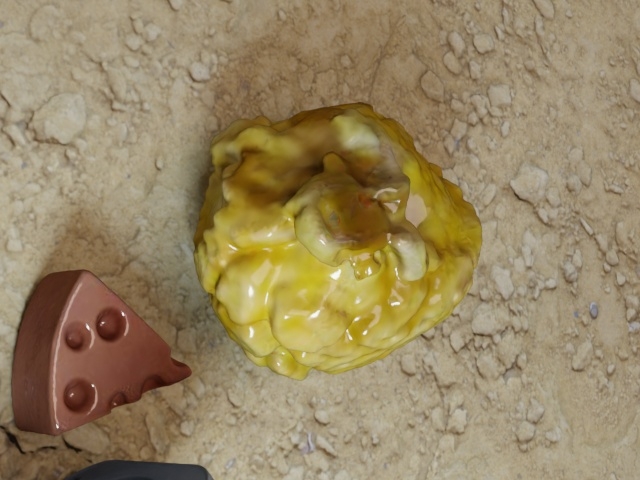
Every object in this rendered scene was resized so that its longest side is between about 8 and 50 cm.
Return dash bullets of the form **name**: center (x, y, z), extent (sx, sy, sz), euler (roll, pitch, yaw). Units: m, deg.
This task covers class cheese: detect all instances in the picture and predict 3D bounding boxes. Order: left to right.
- **cheese**: center (-0.296, 0.164, 1.584), extent (0.203, 0.128, 0.177), euler (49, 61, -26)

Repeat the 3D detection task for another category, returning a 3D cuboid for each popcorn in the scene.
- **popcorn**: center (0.008, 0.002, 1.715), extent (0.354, 0.344, 0.390), euler (-49, 148, 12)

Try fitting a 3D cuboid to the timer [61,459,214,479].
- **timer**: center (-0.285, 0.390, 1.406), extent (0.395, 0.395, 0.173), euler (-40, 108, -33)
